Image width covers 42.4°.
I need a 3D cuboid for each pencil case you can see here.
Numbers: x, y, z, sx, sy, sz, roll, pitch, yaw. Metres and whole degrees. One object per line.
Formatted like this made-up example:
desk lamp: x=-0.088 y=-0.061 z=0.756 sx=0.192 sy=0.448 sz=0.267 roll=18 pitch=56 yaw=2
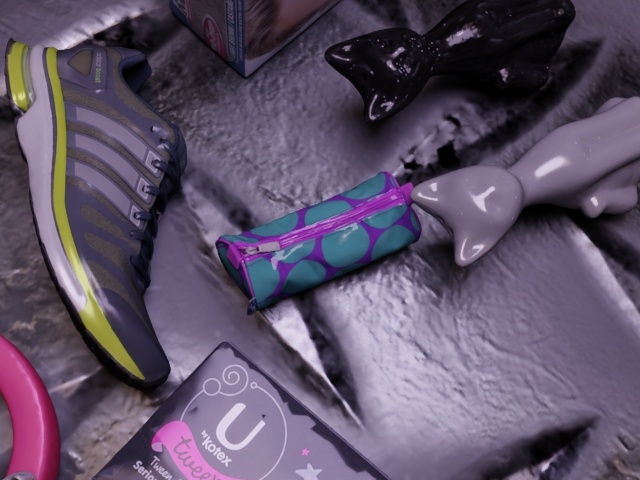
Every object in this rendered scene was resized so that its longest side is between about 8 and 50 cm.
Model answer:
pencil case: x=0.000 y=0.000 z=0.639 sx=0.152 sy=0.070 sz=0.064 roll=-23 pitch=72 yaw=-13

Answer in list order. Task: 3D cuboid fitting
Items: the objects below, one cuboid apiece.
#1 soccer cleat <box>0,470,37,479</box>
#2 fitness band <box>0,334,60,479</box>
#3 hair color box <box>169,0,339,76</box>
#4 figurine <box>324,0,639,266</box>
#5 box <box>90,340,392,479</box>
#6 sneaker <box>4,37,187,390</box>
soccer cleat: x=-0.220 y=0.175 z=0.526 sx=0.083 sy=0.035 sz=0.029 roll=-31 pitch=77 yaw=-14
fitness band: x=-0.328 y=0.163 z=0.565 sx=0.291 sy=0.054 sz=0.208 roll=-21 pitch=72 yaw=-10
hair color box: x=0.026 y=-0.314 z=0.707 sx=0.105 sy=0.174 sz=0.347 roll=44 pitch=73 yaw=11
figurine: x=0.135 y=-0.094 z=0.649 sx=0.210 sy=0.092 sz=0.214 roll=-21 pitch=71 yaw=-26
box: x=-0.011 y=0.207 z=0.508 sx=0.247 sy=0.163 sz=0.142 roll=40 pitch=68 yaw=11
sneaker: x=-0.154 y=-0.035 z=0.626 sx=0.121 sy=0.111 sz=0.299 roll=-15 pitch=72 yaw=-13
